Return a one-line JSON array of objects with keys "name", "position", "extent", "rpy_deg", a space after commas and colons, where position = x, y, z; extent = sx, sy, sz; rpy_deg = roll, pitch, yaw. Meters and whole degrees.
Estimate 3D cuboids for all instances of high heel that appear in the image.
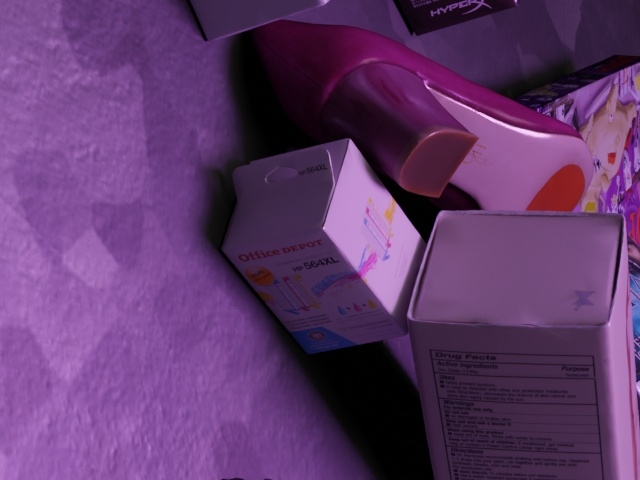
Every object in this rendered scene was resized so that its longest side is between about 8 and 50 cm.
[{"name": "high heel", "position": [0.097, -0.097, 1.481], "extent": [0.181, 0.127, 0.377], "rpy_deg": [43, 10, 27]}]

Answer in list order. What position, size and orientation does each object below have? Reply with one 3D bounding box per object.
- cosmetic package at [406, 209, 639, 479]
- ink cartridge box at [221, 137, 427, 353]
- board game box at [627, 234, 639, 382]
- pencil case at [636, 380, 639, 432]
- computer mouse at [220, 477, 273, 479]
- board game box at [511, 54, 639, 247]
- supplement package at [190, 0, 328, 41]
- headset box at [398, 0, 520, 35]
[{"name": "cosmetic package", "position": [0.166, 0.128, 1.402], "extent": [0.129, 0.153, 0.296], "rpy_deg": [-71, 159, -46]}, {"name": "ink cartridge box", "position": [0.000, 0.000, 1.318], "extent": [0.143, 0.092, 0.090], "rpy_deg": [51, 39, -36]}, {"name": "board game box", "position": [0.265, 0.065, 1.626], "extent": [0.126, 0.026, 0.186], "rpy_deg": [46, 39, 18]}, {"name": "pencil case", "position": [0.295, 0.106, 1.726], "extent": [0.113, 0.124, 0.273], "rpy_deg": [38, 38, 8]}, {"name": "computer mouse", "position": [-0.048, 0.266, 1.156], "extent": [0.262, 0.060, 0.184], "rpy_deg": [-48, 120, -56]}, {"name": "board game box", "position": [0.258, -0.058, 1.780], "extent": [0.347, 0.056, 0.208], "rpy_deg": [-27, 121, -60]}, {"name": "supplement package", "position": [-0.055, -0.254, 1.318], "extent": [0.179, 0.105, 0.105], "rpy_deg": [66, 31, -17]}, {"name": "headset box", "position": [0.094, -0.369, 1.616], "extent": [0.293, 0.110, 0.218], "rpy_deg": [59, 33, -27]}]
